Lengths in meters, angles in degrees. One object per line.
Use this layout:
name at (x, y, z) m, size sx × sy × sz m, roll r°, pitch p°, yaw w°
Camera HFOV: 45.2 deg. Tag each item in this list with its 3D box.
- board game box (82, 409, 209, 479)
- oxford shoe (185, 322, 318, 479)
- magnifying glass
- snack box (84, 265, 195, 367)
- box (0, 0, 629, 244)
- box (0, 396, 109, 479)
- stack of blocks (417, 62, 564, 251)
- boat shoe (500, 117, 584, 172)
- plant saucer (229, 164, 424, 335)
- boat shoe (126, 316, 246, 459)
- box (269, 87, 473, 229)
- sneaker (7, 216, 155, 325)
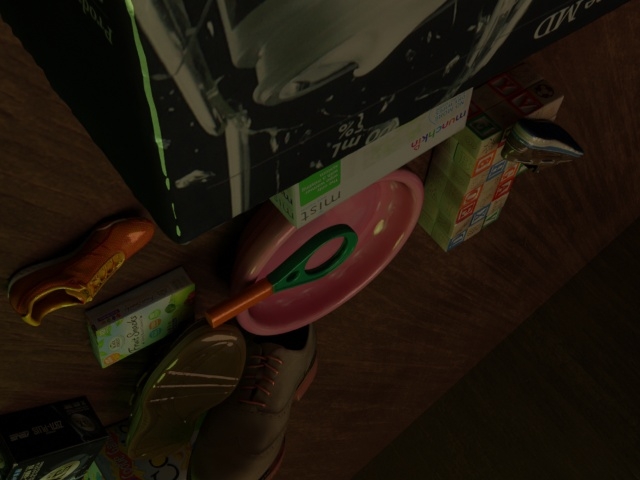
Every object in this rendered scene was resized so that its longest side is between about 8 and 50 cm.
board game box at (-0.260, 0.376, 1.307) m, size 0.275 × 0.142 × 0.144 m, roll -16°, pitch 145°, yaw -41°
oxford shoe at (-0.105, 0.237, 1.198) m, size 0.397 × 0.140 × 0.146 m, roll -65°, pitch 163°, yaw -55°
magnifying glass at (-0.048, 0.047, 1.014) m, size 0.231 × 0.026 × 0.092 m, roll -31°, pitch 153°, yaw -21°
snack box at (-0.235, 0.102, 1.021) m, size 0.141 × 0.037 × 0.100 m, roll -26°, pitch 150°, yaw -26°
box at (0.030, -0.326, 0.404) m, size 0.480 × 0.297 × 0.472 m, roll -30°, pitch 155°, yaw -20°
box at (-0.410, 0.319, 1.088) m, size 0.147 × 0.077 × 0.180 m, roll -4°, pitch 136°, yaw -52°
stack of blocks at (0.270, -0.129, 1.275) m, size 0.171 × 0.087 × 0.297 m, roll -30°, pitch 153°, yaw -21°
boat shoe at (0.333, -0.142, 1.171) m, size 0.183 × 0.066 × 0.066 m, roll 5°, pitch 135°, yaw -44°
plant saucer at (0.000, 0.000, 1.123) m, size 0.332 × 0.084 × 0.332 m, roll -30°, pitch 153°, yaw -18°
boat shoe at (-0.210, 0.195, 1.118) m, size 0.123 × 0.123 × 0.342 m, roll 4°, pitch 139°, yaw -27°
box at (0.038, -0.175, 0.847) m, size 0.262 × 0.127 × 0.231 m, roll -32°, pitch 152°, yaw -19°
sneaker at (-0.255, 0.035, 0.853) m, size 0.175 × 0.067 × 0.064 m, roll -35°, pitch 153°, yaw -14°
